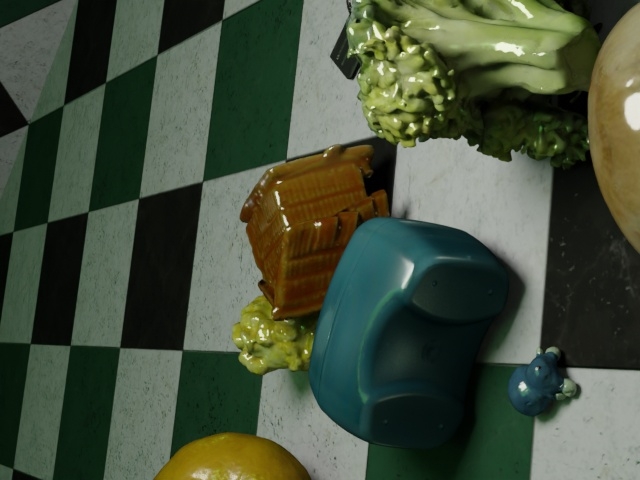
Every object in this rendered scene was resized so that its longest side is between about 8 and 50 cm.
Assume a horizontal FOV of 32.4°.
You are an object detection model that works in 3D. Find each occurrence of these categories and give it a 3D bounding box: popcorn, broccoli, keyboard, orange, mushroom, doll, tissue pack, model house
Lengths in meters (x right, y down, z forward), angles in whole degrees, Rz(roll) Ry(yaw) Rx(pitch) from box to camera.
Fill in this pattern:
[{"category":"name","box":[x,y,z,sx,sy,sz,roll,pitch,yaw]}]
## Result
[{"category":"popcorn","box":[-0.052,0.144,1.740,0.173,0.173,0.142,39,124,57]},{"category":"broccoli","box":[0.199,-0.235,1.258,0.281,0.348,0.293,26,109,48]},{"category":"keyboard","box":[0.106,-0.446,1.786,0.103,0.041,0.381,60,137,48]},{"category":"orange","box":[-0.134,0.431,1.682,0.235,0.279,0.279,104,165,-68]},{"category":"mushroom","box":[0.396,-0.103,0.979,0.290,0.292,0.292,-12,70,40]},{"category":"doll","box":[0.258,0.168,1.317,0.083,0.050,0.076,-54,34,39]},{"category":"tissue pack","box":[0.102,0.112,1.445,0.206,0.198,0.287,35,113,55]},{"category":"model house","box":[0.000,-0.002,1.675,0.219,0.199,0.229,116,142,-67]}]

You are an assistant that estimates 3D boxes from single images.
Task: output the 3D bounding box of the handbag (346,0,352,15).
[{"category":"handbag","box":[0.096,-0.350,1.663,0.072,0.139,0.115,34,109,49]}]
